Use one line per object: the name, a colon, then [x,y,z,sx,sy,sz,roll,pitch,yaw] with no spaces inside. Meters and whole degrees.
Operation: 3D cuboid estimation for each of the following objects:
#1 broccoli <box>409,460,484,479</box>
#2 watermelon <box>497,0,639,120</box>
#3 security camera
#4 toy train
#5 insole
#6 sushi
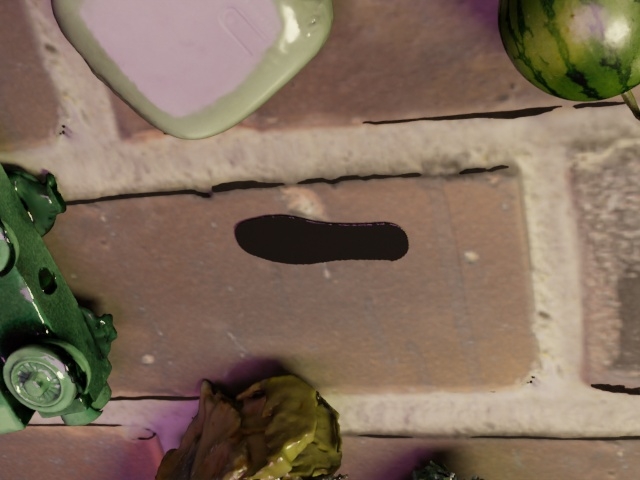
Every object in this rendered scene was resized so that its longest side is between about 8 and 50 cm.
broccoli: [0.146,0.298,0.757,0.194,0.194,0.219,19,102,2]
watermelon: [0.151,-0.124,0.505,0.109,0.109,0.109,7,124,11]
security camera: [-0.019,-0.187,0.524,0.301,0.080,0.157,-37,105,21]
toy train: [-0.266,0.046,0.717,0.154,0.115,0.269,-12,120,16]
insole: [0.000,0.000,0.682,0.135,0.002,0.045,0,124,15]
sushi: [-0.075,0.222,0.789,0.131,0.139,0.291,15,129,-19]
